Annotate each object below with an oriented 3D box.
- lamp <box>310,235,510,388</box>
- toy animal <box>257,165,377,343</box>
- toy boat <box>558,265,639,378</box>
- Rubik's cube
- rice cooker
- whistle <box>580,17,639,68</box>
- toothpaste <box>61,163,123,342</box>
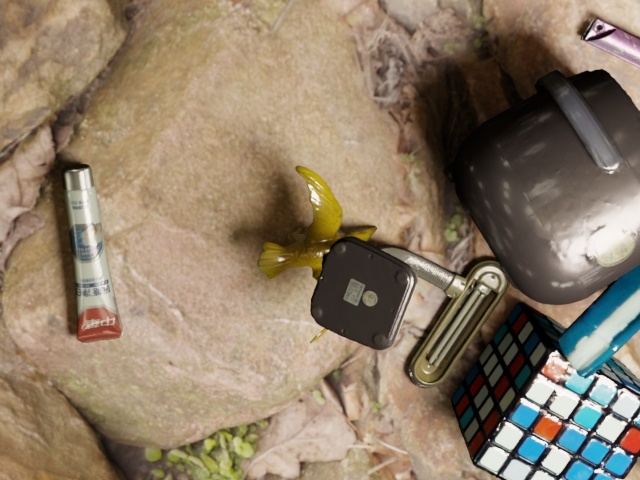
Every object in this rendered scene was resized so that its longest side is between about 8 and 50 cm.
[{"bbox_3d":[0.097,0.099,1.259,0.124,0.283,0.203,29,105,34],"label":"lamp"},{"bbox_3d":[0.000,0.000,1.267,0.095,0.155,0.219,3,110,37],"label":"toy animal"},{"bbox_3d":[0.387,0.070,1.230,0.062,0.299,0.096,45,133,14],"label":"toy boat"},{"bbox_3d":[0.300,0.217,1.289,0.182,0.187,0.184,29,101,-9],"label":"Rubik's cube"},{"bbox_3d":[0.286,-0.061,1.172,0.224,0.267,0.267,-31,105,11],"label":"rice cooker"},{"bbox_3d":[0.409,-0.228,1.241,0.176,0.033,0.033,24,104,-8],"label":"whistle"},{"bbox_3d":[-0.300,0.020,1.286,0.062,0.039,0.239,-6,109,-7],"label":"toothpaste"}]
